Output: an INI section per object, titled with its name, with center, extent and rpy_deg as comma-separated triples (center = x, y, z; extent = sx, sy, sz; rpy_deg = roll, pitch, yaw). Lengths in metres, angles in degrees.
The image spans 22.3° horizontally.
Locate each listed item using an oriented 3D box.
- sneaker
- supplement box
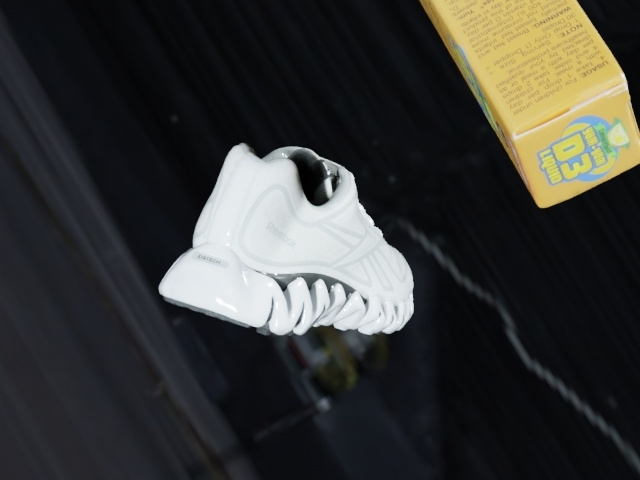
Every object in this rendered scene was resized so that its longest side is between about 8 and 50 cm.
[sneaker]
center = 0.000, 0.000, 1.114
extent = 0.110, 0.118, 0.292
rpy_deg = 15, -177, 21
[supplement box]
center = 0.114, -0.132, 0.994
extent = 0.080, 0.233, 0.078
rpy_deg = -28, 139, 3
